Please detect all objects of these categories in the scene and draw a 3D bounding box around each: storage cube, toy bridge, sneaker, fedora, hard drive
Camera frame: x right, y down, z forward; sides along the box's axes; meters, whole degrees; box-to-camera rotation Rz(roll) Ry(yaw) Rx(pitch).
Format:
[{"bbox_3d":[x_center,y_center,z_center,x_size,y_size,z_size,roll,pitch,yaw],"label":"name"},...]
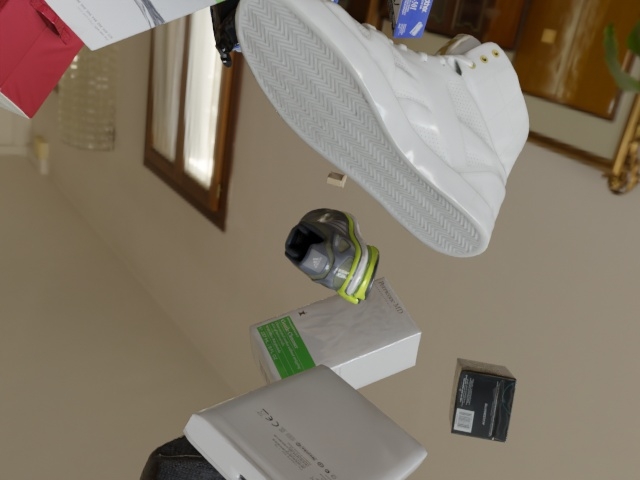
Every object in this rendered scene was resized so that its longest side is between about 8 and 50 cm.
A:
[{"bbox_3d":[-0.568,-0.361,1.259,0.215,0.193,0.183,22,164,23],"label":"storage cube"},{"bbox_3d":[0.056,-0.178,1.374,0.063,0.188,0.026,17,-140,9],"label":"toy bridge"},{"bbox_3d":[0.000,0.000,1.174,0.121,0.111,0.300,24,-173,-19],"label":"sneaker"},{"bbox_3d":[-0.193,0.418,1.221,0.334,0.152,0.334,12,-179,0],"label":"fedora"},{"bbox_3d":[-0.005,0.296,1.044,0.233,0.047,0.353,37,-162,22],"label":"hard drive"},{"bbox_3d":[0.068,-0.139,0.623,0.108,0.292,0.169,-12,-139,52],"label":"sneaker"}]

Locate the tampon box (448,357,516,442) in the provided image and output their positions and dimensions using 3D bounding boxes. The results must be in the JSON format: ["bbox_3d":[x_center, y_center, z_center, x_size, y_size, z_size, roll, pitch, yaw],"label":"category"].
[{"bbox_3d":[0.304,0.300,1.369,0.102,0.120,0.161,9,179,8],"label":"tampon box"}]

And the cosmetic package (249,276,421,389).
[{"bbox_3d":[0.034,0.255,1.732,0.366,0.155,0.197,-21,-128,-16],"label":"cosmetic package"}]

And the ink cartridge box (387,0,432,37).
[{"bbox_3d":[0.121,-0.404,1.033,0.046,0.097,0.207,-2,-114,-6],"label":"ink cartridge box"}]

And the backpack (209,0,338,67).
[{"bbox_3d":[-0.084,-0.497,1.376,0.263,0.276,0.213,-7,-174,45],"label":"backpack"}]

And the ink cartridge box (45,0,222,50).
[{"bbox_3d":[-0.234,-0.410,1.005,0.273,0.115,0.198,-14,-122,17],"label":"ink cartridge box"}]
